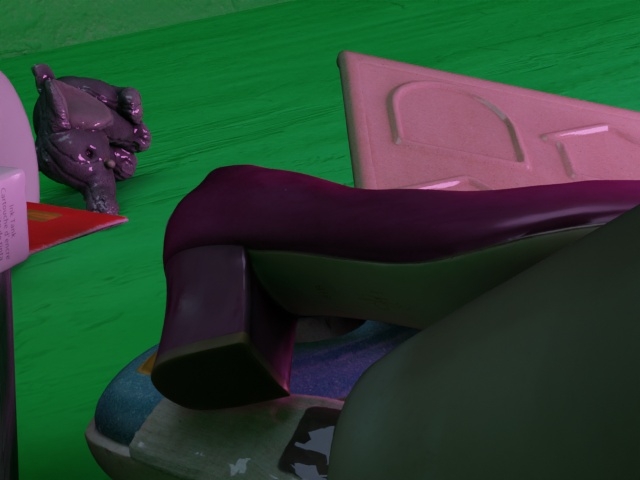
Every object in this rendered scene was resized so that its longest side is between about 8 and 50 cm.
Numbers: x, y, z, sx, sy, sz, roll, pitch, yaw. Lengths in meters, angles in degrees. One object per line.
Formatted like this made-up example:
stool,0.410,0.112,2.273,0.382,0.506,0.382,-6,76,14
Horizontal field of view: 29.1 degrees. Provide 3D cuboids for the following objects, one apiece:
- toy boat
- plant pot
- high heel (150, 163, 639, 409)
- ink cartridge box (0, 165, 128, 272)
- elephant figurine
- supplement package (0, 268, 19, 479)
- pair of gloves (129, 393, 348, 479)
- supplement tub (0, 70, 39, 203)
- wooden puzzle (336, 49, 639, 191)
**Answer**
toy boat,-0.052,0.073,0.905,0.267,0.148,0.318,-14,20,-15
plant pot,0.168,0.114,0.521,0.280,0.323,0.323,-18,12,30
high heel,0.074,-0.017,0.716,0.377,0.127,0.181,-9,46,16
ink cartridge box,-0.315,-0.030,0.795,0.296,0.066,0.261,8,18,20
elephant figurine,-0.318,-0.128,1.575,0.186,0.169,0.239,1,16,11
supplement package,-0.292,0.125,0.738,0.199,0.198,0.263,-1,17,-10
pair of gloves,-0.038,0.177,0.670,0.204,0.042,0.240,6,46,25
supplement tub,-0.508,-0.071,1.395,0.324,0.235,0.235,-7,19,6
wooden puzzle,0.172,-0.023,0.964,0.322,0.080,0.348,10,32,-11
